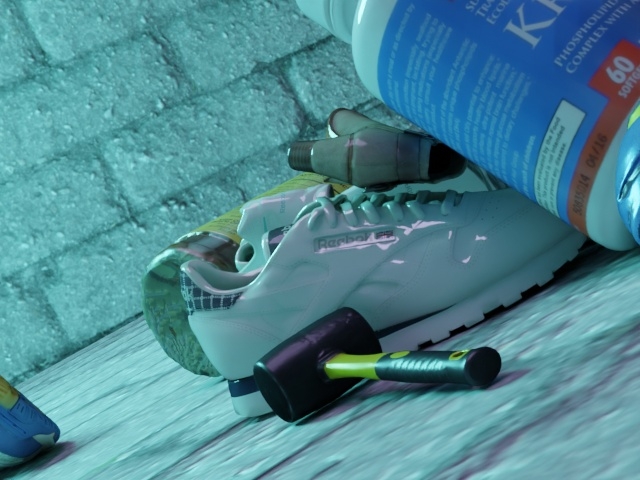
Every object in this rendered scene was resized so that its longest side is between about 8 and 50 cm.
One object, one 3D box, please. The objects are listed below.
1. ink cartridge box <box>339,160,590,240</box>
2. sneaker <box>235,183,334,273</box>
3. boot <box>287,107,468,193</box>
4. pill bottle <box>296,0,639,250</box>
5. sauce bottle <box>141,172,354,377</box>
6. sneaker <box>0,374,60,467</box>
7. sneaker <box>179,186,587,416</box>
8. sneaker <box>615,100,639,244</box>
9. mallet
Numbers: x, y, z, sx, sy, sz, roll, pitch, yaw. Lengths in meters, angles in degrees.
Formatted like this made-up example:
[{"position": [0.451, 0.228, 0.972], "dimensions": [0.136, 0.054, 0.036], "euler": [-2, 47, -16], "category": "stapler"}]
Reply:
[{"position": [0.143, -0.049, 0.890], "dimensions": [0.218, 0.092, 0.158], "euler": [-28, 2, 31], "category": "ink cartridge box"}, {"position": [-0.021, 0.019, 0.903], "dimensions": [0.061, 0.053, 0.152], "euler": [-3, -39, -2], "category": "sneaker"}, {"position": [0.039, -0.048, 0.818], "dimensions": [0.087, 0.042, 0.118], "euler": [4, 15, 24], "category": "boot"}, {"position": [0.094, -0.101, 0.744], "dimensions": [0.124, 0.221, 0.124], "euler": [-39, -30, -29], "category": "pill bottle"}, {"position": [0.000, 0.000, 1.202], "dimensions": [0.111, 0.111, 0.344], "euler": [-25, 2, 40], "category": "sauce bottle"}, {"position": [-0.314, 0.177, 1.254], "dimensions": [0.131, 0.112, 0.296], "euler": [-48, 9, -22], "category": "sneaker"}, {"position": [0.035, 0.011, 0.799], "dimensions": [0.235, 0.095, 0.090], "euler": [-25, 2, 12], "category": "sneaker"}, {"position": [0.214, -0.046, 0.567], "dimensions": [0.209, 0.069, 0.082], "euler": [-22, 28, 25], "category": "sneaker"}, {"position": [0.035, 0.053, 0.680], "dimensions": [0.062, 0.039, 0.190], "euler": [-33, 9, -29], "category": "mallet"}]
